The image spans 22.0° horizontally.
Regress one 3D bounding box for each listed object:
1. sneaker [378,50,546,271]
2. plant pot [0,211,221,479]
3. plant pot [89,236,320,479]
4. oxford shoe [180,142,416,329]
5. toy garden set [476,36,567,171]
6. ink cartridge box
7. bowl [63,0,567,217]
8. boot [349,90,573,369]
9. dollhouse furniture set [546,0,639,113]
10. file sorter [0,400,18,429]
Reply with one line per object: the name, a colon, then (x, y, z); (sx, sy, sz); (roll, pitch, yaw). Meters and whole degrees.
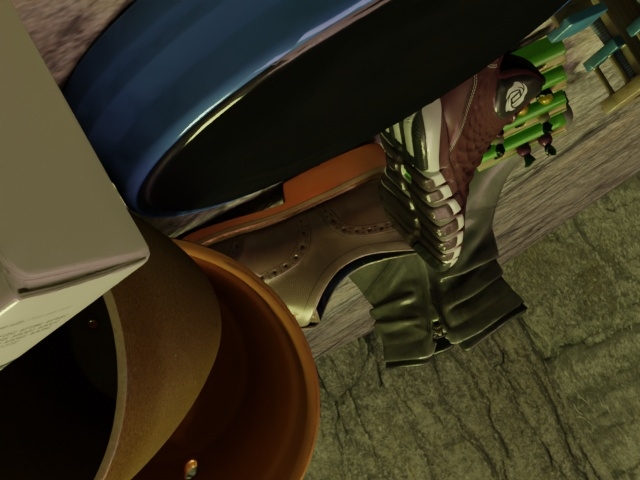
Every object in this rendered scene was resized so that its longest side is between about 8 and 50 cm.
sneaker: (0.140, -0.087, 1.507); (0.162, 0.106, 0.281); (-36, 154, -14)
plant pot: (-0.169, 0.065, 1.034); (0.237, 0.237, 0.254); (-32, 171, 19)
plant pot: (-0.152, 0.130, 1.472); (0.291, 0.291, 0.203); (-29, -172, -1)
oxford shoe: (-0.069, 0.044, 1.639); (0.363, 0.133, 0.130); (-30, 172, 2)
toy garden set: (0.164, -0.105, 1.695); (0.203, 0.049, 0.244); (-25, 162, 1)
ink cartridge box: (-0.214, -0.001, 0.710); (0.237, 0.172, 0.100); (-34, 171, 28)
bowl: (0.022, -0.135, 1.062); (0.391, 0.077, 0.391); (-29, 172, -4)
boot: (0.182, -0.007, 1.889); (0.338, 0.223, 0.118); (-33, 170, 19)
dollhouse furniture set: (0.207, -0.169, 1.306); (0.183, 0.129, 0.129); (-26, 171, -32)
file sorter: (-0.234, 0.143, 1.205); (0.170, 0.104, 0.118); (-3, 117, -68)
